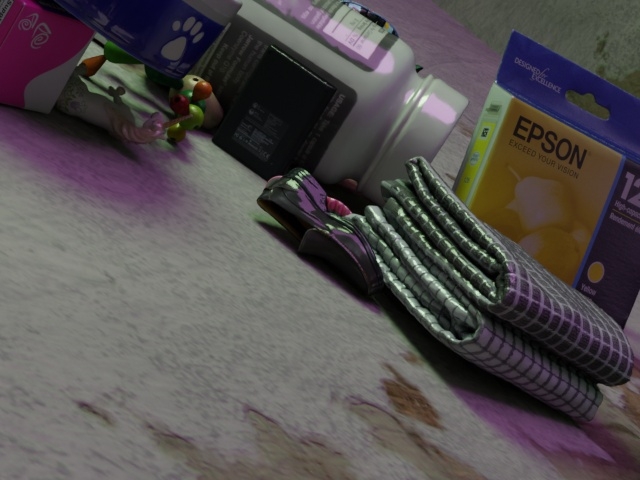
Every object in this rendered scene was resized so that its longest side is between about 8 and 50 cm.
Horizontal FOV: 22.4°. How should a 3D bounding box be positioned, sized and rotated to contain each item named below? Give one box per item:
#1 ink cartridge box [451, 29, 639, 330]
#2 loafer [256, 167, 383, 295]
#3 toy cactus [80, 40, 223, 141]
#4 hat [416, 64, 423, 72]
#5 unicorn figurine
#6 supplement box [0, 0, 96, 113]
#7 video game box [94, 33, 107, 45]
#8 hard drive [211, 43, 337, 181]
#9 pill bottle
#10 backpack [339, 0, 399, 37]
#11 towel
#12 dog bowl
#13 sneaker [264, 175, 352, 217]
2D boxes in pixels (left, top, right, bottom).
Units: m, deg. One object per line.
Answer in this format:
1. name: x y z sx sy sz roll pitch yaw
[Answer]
1. ink cartridge box: 0.310 -0.062 2.020 0.304 0.307 0.072 23 -1 -30
2. loafer: 0.000 0.000 1.714 0.061 0.062 0.170 -29 63 -28
3. toy cactus: -0.175 -0.177 1.854 0.219 0.112 0.180 42 -1 39
4. hat: 0.093 -0.115 2.186 0.208 0.173 0.183 -27 87 -38
5. unicorn figurine: -0.224 -0.139 1.693 0.162 0.060 0.111 11 22 -15
6. supplement box: -0.347 -0.237 1.634 0.220 0.114 0.111 43 17 29
7. video game box: -0.288 -0.308 2.081 0.205 0.048 0.187 35 18 8
8. hard drive: -0.054 -0.147 1.878 0.094 0.135 0.022 36 16 11
9. pill bottle: -0.013 -0.198 1.986 0.361 0.204 0.204 33 16 1
10. backpack: 0.023 -0.263 2.313 0.158 0.173 0.117 27 17 -18
11. towel: 0.185 0.048 1.744 0.235 0.121 0.283 29 14 -40
12. dog bowl: -0.214 -0.284 1.656 0.265 0.104 0.265 37 8 -6
13. sneaker: -0.007 -0.036 1.817 0.119 0.047 0.057 33 4 -3
